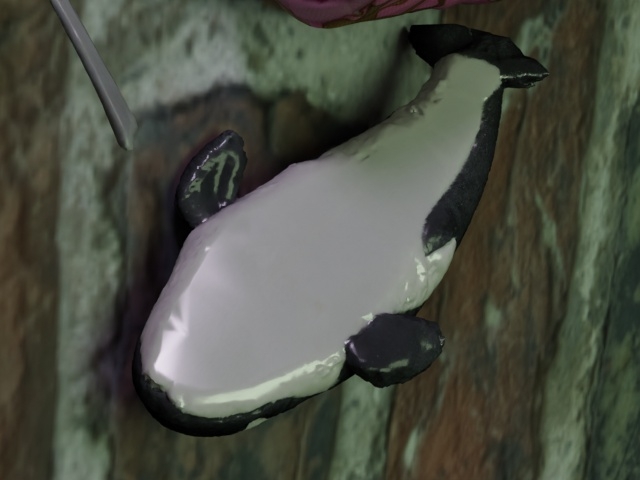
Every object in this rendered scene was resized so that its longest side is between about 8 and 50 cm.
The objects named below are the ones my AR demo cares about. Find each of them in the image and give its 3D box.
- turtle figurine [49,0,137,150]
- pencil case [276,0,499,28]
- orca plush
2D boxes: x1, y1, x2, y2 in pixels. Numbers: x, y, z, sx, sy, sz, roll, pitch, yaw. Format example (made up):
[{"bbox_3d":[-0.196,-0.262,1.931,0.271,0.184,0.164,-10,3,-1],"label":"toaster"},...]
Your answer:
[{"bbox_3d":[-0.097,-0.193,0.598,0.198,0.274,0.266,79,29,-71],"label":"turtle figurine"},{"bbox_3d":[0.118,-0.219,0.847,0.386,0.160,0.167,-20,78,-42],"label":"pencil case"},{"bbox_3d":[0.000,0.000,0.838,0.151,0.102,0.287,26,59,-1],"label":"orca plush"}]
